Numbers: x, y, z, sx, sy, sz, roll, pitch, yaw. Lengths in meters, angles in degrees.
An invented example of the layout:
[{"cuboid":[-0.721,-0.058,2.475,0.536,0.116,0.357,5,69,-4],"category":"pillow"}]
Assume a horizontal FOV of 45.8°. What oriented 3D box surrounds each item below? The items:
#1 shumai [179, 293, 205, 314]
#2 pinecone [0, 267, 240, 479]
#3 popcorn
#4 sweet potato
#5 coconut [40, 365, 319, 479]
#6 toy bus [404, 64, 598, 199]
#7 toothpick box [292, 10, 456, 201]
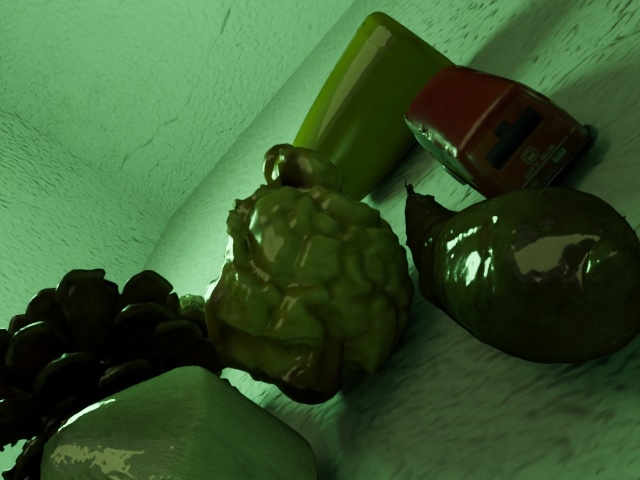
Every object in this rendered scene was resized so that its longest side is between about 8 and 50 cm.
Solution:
[{"cuboid":[-0.244,0.157,1.517,0.139,0.105,0.123,-21,-10,-10],"category":"shumai"},{"cuboid":[-0.258,0.243,0.981,0.384,0.384,0.384,-49,17,20],"category":"pinecone"},{"cuboid":[-0.015,0.036,0.867,0.265,0.225,0.332,99,172,-49],"category":"popcorn"},{"cuboid":[0.143,0.015,0.631,0.130,0.130,0.422,-55,10,0],"category":"sweet potato"},{"cuboid":[-0.137,0.246,0.714,0.237,0.266,0.237,-40,24,22],"category":"coconut"},{"cuboid":[0.173,-0.117,0.808,0.121,0.119,0.265,-51,17,10],"category":"toy bus"},{"cuboid":[0.075,-0.194,1.167,0.271,0.175,0.175,-55,15,15],"category":"toothpick box"}]
